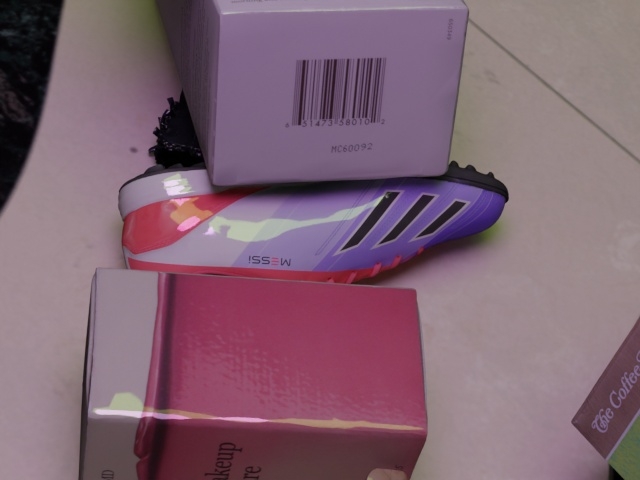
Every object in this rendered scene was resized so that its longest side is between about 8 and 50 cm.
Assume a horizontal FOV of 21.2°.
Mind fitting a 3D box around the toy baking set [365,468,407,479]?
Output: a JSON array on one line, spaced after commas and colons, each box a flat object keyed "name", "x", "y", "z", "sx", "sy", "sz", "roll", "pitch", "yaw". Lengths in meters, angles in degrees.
[{"name": "toy baking set", "x": 0.106, "y": 0.278, "z": 1.152, "sx": 0.256, "sy": 0.030, "sz": 0.196, "roll": 36, "pitch": 57, "yaw": -7}]

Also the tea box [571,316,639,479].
[{"name": "tea box", "x": 0.420, "y": 0.125, "z": 1.192, "sx": 0.329, "sy": 0.220, "sz": 0.323, "roll": -14, "pitch": 50, "yaw": -43}]

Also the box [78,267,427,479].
[{"name": "box", "x": -0.052, "y": 0.115, "z": 1.213, "sx": 0.232, "sy": 0.148, "sz": 0.127, "roll": 3, "pitch": 53, "yaw": -8}]

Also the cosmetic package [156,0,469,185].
[{"name": "cosmetic package", "x": -0.024, "y": -0.205, "z": 1.402, "sx": 0.197, "sy": 0.155, "sz": 0.365, "roll": -3, "pitch": 33, "yaw": -11}]

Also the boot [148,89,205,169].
[{"name": "boot", "x": -0.078, "y": -0.094, "z": 1.441, "sx": 0.121, "sy": 0.045, "sz": 0.099, "roll": 12, "pitch": 48, "yaw": 7}]

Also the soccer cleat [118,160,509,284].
[{"name": "soccer cleat", "x": 0.000, "y": 0.000, "z": 1.360, "sx": 0.318, "sy": 0.108, "sz": 0.116, "roll": -2, "pitch": 75, "yaw": -16}]
